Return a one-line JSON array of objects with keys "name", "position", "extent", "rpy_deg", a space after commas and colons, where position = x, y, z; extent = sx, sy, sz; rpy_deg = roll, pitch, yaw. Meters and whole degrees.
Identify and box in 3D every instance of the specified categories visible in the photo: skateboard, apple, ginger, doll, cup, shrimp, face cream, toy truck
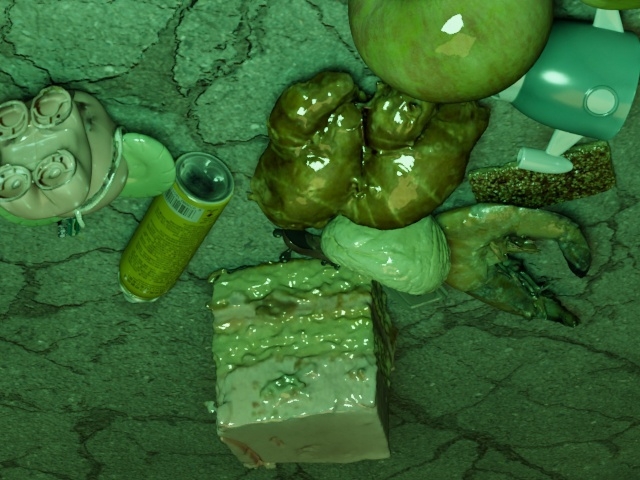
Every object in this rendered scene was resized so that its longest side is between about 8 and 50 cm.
[{"name": "skateboard", "position": [0.000, 0.000, 2.184], "extent": [0.151, 0.067, 0.080], "rpy_deg": [11, 133, -30]}, {"name": "apple", "position": [0.165, -0.283, 1.610], "extent": [0.256, 0.257, 0.234], "rpy_deg": [-16, 147, 17]}, {"name": "ginger", "position": [0.073, -0.141, 1.911], "extent": [0.357, 0.152, 0.274], "rpy_deg": [0, 126, -7]}, {"name": "doll", "position": [-0.363, -0.094, 1.863], "extent": [0.284, 0.216, 0.268], "rpy_deg": [-14, 151, 10]}, {"name": "cup", "position": [0.331, -0.232, 1.796], "extent": [0.173, 0.167, 0.300], "rpy_deg": [11, 117, -6]}, {"name": "shrimp", "position": [0.361, 0.044, 2.250], "extent": [0.272, 0.085, 0.445], "rpy_deg": [-20, 142, 31]}, {"name": "face cream", "position": [-0.248, -0.002, 2.102], "extent": [0.105, 0.105, 0.349], "rpy_deg": [11, 142, -22]}, {"name": "toy truck", "position": [-0.406, -0.039, 2.091], "extent": [0.044, 0.039, 0.083], "rpy_deg": [-11, 150, -21]}]

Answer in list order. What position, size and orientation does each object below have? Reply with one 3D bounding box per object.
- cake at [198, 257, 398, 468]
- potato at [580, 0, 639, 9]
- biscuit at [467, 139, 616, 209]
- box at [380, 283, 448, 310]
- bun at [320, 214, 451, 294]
[{"name": "cake", "position": [-0.023, 0.220, 2.275], "extent": [0.314, 0.307, 0.293], "rpy_deg": [-10, 147, 8]}, {"name": "potato", "position": [0.332, -0.403, 1.498], "extent": [0.202, 0.218, 0.351], "rpy_deg": [5, 154, 37]}, {"name": "biscuit", "position": [0.362, -0.096, 2.106], "extent": [0.230, 0.025, 0.131], "rpy_deg": [-14, 145, 13]}, {"name": "box", "position": [0.163, 0.065, 2.284], "extent": [0.089, 0.062, 0.122], "rpy_deg": [-19, 142, 21]}, {"name": "bun", "position": [0.106, -0.002, 2.075], "extent": [0.220, 0.220, 0.134], "rpy_deg": [16, 99, -27]}]
